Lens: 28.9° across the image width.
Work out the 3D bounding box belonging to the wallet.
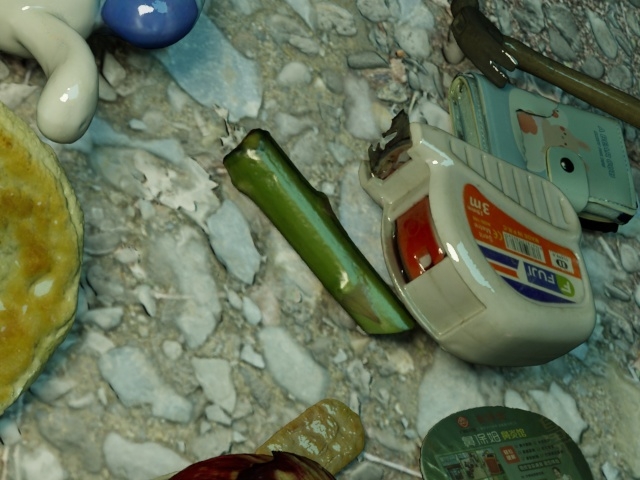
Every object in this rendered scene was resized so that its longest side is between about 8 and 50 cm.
[{"bbox_3d":[0.284,-0.110,1.576,0.251,0.075,0.176,12,55,-29],"label":"wallet"}]

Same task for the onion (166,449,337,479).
[{"bbox_3d":[-0.047,0.297,1.080,0.246,0.190,0.246,32,45,-40],"label":"onion"}]

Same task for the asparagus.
[{"bbox_3d":[-0.001,0.000,1.342,0.277,0.060,0.067,53,47,-2],"label":"asparagus"}]

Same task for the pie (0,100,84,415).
[{"bbox_3d":[-0.337,0.007,1.034,0.338,0.075,0.337,-7,101,-39],"label":"pie"}]

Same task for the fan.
[{"bbox_3d":[0.205,0.290,1.319,0.223,0.012,0.294,21,43,-15],"label":"fan"}]

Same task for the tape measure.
[{"bbox_3d":[0.178,0.012,1.391,0.258,0.130,0.265,20,49,-36],"label":"tape measure"}]

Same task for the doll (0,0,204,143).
[{"bbox_3d":[-0.238,-0.286,1.242,0.366,0.187,0.376,-28,84,-40],"label":"doll"}]

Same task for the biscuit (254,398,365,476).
[{"bbox_3d":[-0.010,0.212,1.254,0.147,0.018,0.071,-32,86,-40],"label":"biscuit"}]

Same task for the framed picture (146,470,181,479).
[{"bbox_3d":[-0.157,0.253,1.145,0.089,0.007,0.066,-10,74,-36],"label":"framed picture"}]

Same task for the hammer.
[{"bbox_3d":[0.367,-0.194,1.628,0.440,0.044,0.168,21,32,-18],"label":"hammer"}]
